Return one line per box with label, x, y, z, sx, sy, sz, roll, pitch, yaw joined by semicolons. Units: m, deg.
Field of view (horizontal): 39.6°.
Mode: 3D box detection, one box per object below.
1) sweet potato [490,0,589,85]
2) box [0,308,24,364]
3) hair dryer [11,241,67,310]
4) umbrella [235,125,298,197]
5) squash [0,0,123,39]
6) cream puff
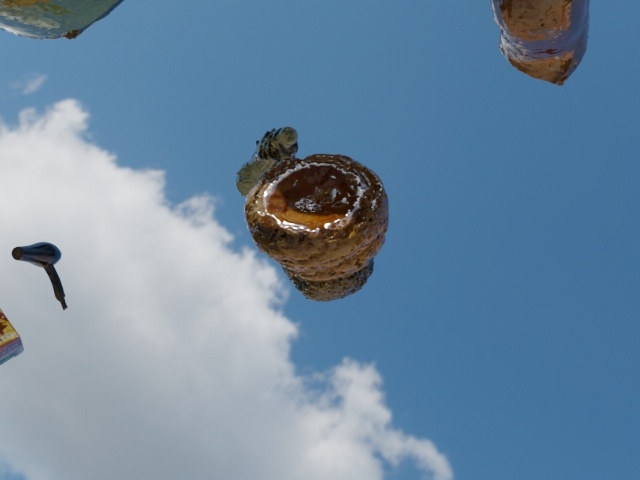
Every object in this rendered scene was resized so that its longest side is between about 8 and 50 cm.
sweet potato;0.255;-0.316;1.040;0.131;0.336;0.131;-6;-114;15
box;-0.337;0.027;0.788;0.207;0.050;0.041;51;-26;15
hair dryer;-0.309;0.040;1.004;0.031;0.079;0.083;-28;-97;13
umbrella;-0.076;-0.116;1.275;0.062;0.067;0.143;48;-46;2
squash;-0.395;-0.403;1.029;0.311;0.309;0.310;2;-84;14
cream puff;0.000;0.000;1.153;0.184;0.183;0.168;13;-40;20
